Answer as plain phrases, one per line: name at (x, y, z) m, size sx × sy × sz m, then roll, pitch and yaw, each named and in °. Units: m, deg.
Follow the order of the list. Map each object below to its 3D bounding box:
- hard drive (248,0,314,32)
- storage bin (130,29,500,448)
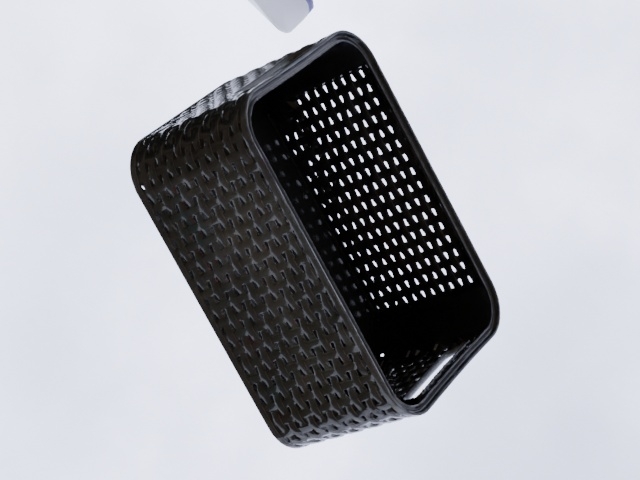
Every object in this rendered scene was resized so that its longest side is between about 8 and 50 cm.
hard drive at (-0.147, -0.316, 1.446) m, size 0.040 × 0.210 × 0.318 m, roll -44°, pitch -117°, yaw 0°
storage bin at (0.000, 0.000, 0.904) m, size 0.084 × 0.122 × 0.180 m, roll -21°, pitch -77°, yaw 38°
